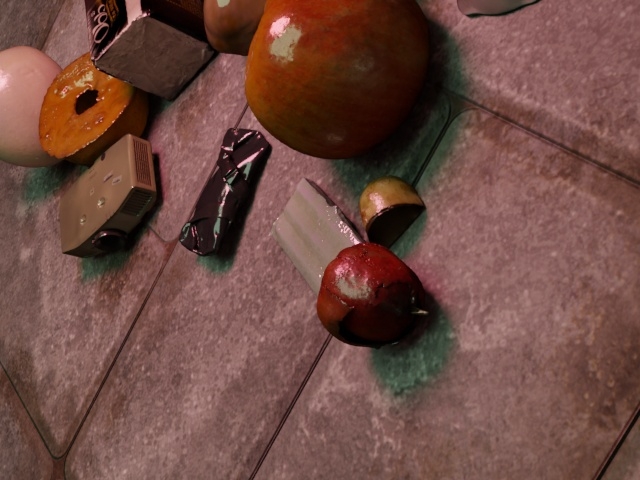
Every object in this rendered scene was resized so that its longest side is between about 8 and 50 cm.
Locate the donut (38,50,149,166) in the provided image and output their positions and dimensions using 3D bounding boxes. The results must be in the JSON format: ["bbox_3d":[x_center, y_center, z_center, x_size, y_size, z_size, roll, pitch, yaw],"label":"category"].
[{"bbox_3d":[-0.475,-0.276,2.160,0.277,0.108,0.278,-17,56,27],"label":"donut"}]

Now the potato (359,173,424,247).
[{"bbox_3d":[0.089,-0.057,1.503,0.096,0.066,0.103,-47,42,19],"label":"potato"}]

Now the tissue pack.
[{"bbox_3d":[-0.358,-0.503,2.083,0.198,0.210,0.370,-42,46,33],"label":"tissue pack"}]

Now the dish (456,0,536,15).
[{"bbox_3d":[0.254,-0.445,1.475,0.224,0.078,0.246,-43,46,29],"label":"dish"}]

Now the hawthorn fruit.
[{"bbox_3d":[0.079,0.082,1.402,0.172,0.148,0.148,17,87,31],"label":"hawthorn fruit"}]

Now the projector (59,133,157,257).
[{"bbox_3d":[-0.432,-0.072,2.069,0.269,0.088,0.194,-36,50,33],"label":"projector"}]

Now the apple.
[{"bbox_3d":[0.009,-0.275,1.528,0.301,0.301,0.302,-22,58,41],"label":"apple"}]

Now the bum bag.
[{"bbox_3d":[-0.175,-0.089,1.812,0.123,0.060,0.248,13,83,51],"label":"bum bag"}]

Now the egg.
[{"bbox_3d":[-0.647,-0.290,2.276,0.174,0.286,0.264,27,61,36],"label":"egg"}]

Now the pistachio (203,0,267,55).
[{"bbox_3d":[-0.117,-0.468,1.826,0.197,0.166,0.288,18,86,40],"label":"pistachio"}]

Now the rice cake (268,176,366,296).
[{"bbox_3d":[0.000,0.000,1.592,0.127,0.043,0.237,-56,42,13],"label":"rice cake"}]
